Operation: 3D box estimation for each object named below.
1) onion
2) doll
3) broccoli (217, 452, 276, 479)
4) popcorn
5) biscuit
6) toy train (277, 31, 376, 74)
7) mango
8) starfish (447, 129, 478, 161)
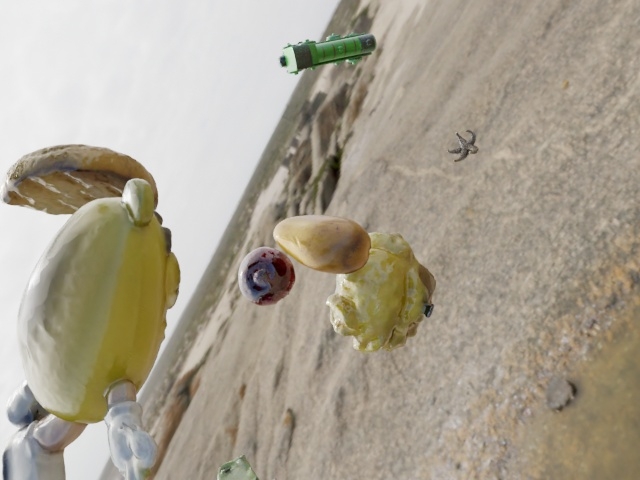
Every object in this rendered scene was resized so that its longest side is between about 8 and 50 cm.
[{"bbox_3d":[-0.117,0.077,1.324,0.131,0.131,0.131,-60,7,12],"label":"onion"},{"bbox_3d":[-0.294,0.155,0.740,0.423,0.161,0.348,-29,63,41],"label":"doll"},{"bbox_3d":[-0.136,0.588,1.146,0.249,0.302,0.375,-46,31,-9],"label":"broccoli"},{"bbox_3d":[0.162,0.125,1.467,0.281,0.316,0.297,23,113,43],"label":"popcorn"},{"bbox_3d":[-0.421,-0.099,1.113,0.213,0.274,0.091,-26,58,30],"label":"biscuit"},{"bbox_3d":[0.020,-0.462,1.480,0.119,0.251,0.085,-156,50,-66],"label":"toy train"},{"bbox_3d":[0.000,0.000,1.222,0.145,0.219,0.112,-24,-56,-52],"label":"mango"},{"bbox_3d":[0.335,-0.217,1.410,0.078,0.028,0.091,13,67,45],"label":"starfish"}]
